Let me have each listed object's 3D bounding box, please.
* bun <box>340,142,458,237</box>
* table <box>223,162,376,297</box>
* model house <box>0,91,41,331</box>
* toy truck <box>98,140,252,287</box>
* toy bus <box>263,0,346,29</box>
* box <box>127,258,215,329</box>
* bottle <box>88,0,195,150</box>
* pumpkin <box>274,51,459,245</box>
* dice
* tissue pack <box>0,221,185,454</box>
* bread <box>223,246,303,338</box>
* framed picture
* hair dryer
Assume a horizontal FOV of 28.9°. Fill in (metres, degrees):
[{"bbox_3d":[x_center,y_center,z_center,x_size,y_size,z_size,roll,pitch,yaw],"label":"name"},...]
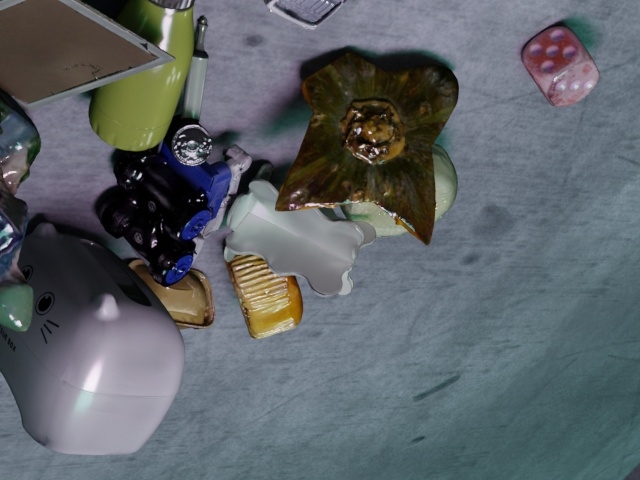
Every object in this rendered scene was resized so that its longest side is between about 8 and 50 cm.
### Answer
[{"bbox_3d":[0.120,-0.094,1.985,0.195,0.118,0.195,-8,143,-6],"label":"bun"},{"bbox_3d":[-0.029,-0.004,1.903,0.166,0.198,0.166,-58,165,-25],"label":"table"},{"bbox_3d":[-0.451,-0.025,1.524,0.243,0.284,0.298,-31,160,7],"label":"model house"},{"bbox_3d":[-0.206,-0.055,1.827,0.177,0.161,0.213,-28,153,-44],"label":"toy truck"},{"bbox_3d":[0.056,-0.411,1.519,0.097,0.138,0.342,20,126,-39],"label":"toy bus"},{"bbox_3d":[-0.250,0.093,2.008,0.177,0.111,0.111,12,130,-42],"label":"box"},{"bbox_3d":[-0.220,-0.239,1.588,0.112,0.112,0.260,-3,139,-30],"label":"bottle"},{"bbox_3d":[0.078,-0.153,1.817,0.258,0.290,0.095,15,165,-21],"label":"pumpkin"},{"bbox_3d":[0.376,-0.272,1.944,0.091,0.094,0.093,-33,143,10],"label":"dice"},{"bbox_3d":[-0.347,0.132,1.799,0.229,0.333,0.236,11,112,-42],"label":"tissue pack"},{"bbox_3d":[-0.092,0.076,2.059,0.114,0.132,0.190,-19,148,-10],"label":"bread"},{"bbox_3d":[-0.343,-0.231,1.495,0.273,0.016,0.216,-11,156,34],"label":"framed picture"},{"bbox_3d":[-0.171,-0.205,1.678,0.057,0.100,0.198,6,105,-18],"label":"hair dryer"}]
